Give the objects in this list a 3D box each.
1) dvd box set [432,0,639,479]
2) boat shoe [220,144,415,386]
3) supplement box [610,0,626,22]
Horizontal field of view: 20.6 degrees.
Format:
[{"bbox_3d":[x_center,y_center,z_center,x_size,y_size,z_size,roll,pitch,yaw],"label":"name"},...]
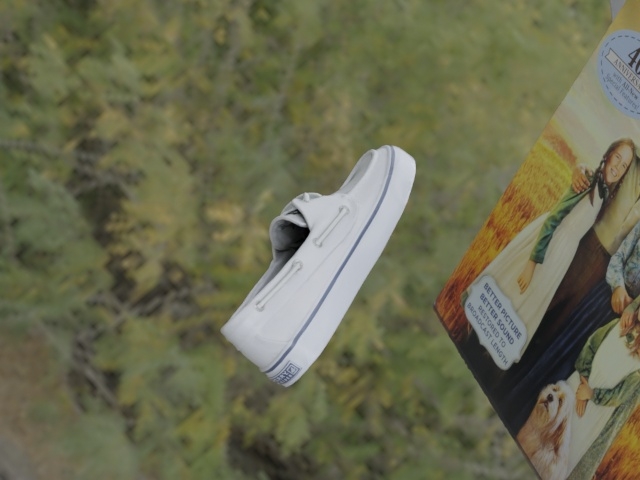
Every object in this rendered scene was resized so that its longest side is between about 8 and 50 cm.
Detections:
[{"bbox_3d":[0.262,-0.008,1.319,0.062,0.420,0.307,11,33,-34],"label":"dvd box set"},{"bbox_3d":[0.000,0.000,1.455,0.084,0.258,0.095,37,-41,-10],"label":"boat shoe"},{"bbox_3d":[0.366,-0.232,1.538,0.114,0.220,0.111,-18,-105,57],"label":"supplement box"}]
